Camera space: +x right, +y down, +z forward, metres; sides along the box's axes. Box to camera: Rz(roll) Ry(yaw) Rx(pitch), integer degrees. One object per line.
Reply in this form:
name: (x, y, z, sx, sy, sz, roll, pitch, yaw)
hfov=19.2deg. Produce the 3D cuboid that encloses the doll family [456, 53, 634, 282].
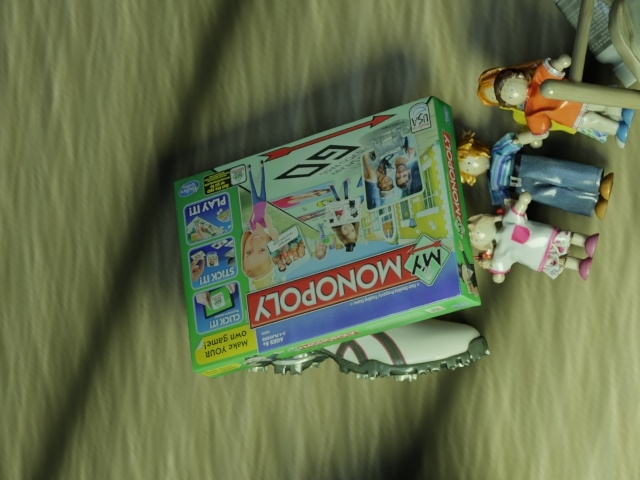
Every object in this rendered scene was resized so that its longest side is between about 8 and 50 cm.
doll family: (0.216, -0.088, 1.886, 0.163, 0.118, 0.263, 15, 123, 8)

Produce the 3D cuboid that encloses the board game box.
board game box: (0.000, 0.000, 1.925, 0.317, 0.046, 0.213, -17, 68, 27)

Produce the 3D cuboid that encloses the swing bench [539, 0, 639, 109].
swing bench: (0.377, -0.181, 1.685, 0.255, 0.253, 0.165, 23, 67, -24)

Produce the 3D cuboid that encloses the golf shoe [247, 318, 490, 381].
golf shoe: (0.040, 0.083, 1.968, 0.273, 0.105, 0.120, 3, 95, 16)

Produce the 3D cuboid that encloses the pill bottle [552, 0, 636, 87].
pill bottle: (0.282, -0.222, 1.841, 0.078, 0.078, 0.137, -37, 88, 20)
